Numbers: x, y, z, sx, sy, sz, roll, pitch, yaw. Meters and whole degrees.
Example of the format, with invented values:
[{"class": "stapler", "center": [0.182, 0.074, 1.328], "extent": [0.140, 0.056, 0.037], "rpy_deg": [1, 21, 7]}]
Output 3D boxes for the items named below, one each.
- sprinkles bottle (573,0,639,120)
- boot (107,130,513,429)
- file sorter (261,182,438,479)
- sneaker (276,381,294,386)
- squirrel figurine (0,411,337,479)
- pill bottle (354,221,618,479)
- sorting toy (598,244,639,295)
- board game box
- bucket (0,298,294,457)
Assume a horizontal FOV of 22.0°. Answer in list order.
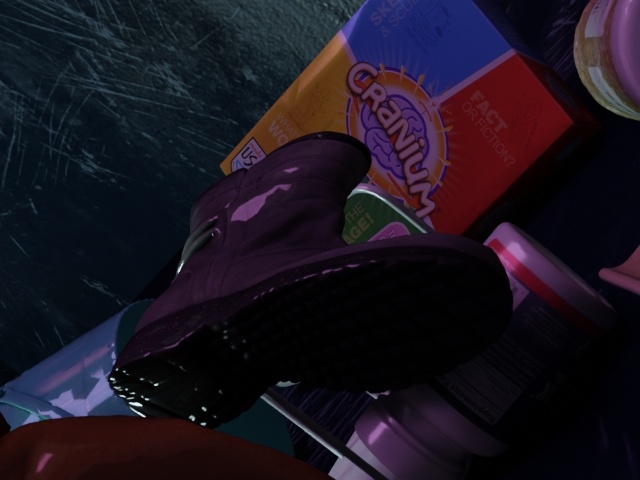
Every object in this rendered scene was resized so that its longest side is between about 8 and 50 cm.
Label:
[{"class": "sprinkles bottle", "center": [0.249, -0.139, 1.143], "extent": [0.121, 0.121, 0.355], "rpy_deg": [-50, 0, 7]}, {"class": "boot", "center": [0.000, 0.000, 1.173], "extent": [0.338, 0.118, 0.223], "rpy_deg": [-14, 38, 35]}, {"class": "file sorter", "center": [0.003, 0.123, 1.329], "extent": [0.278, 0.173, 0.193], "rpy_deg": [-57, 10, -26]}, {"class": "sneaker", "center": [0.023, 0.005, 1.741], "extent": [0.366, 0.150, 0.135], "rpy_deg": [-46, 10, 29]}, {"class": "squirrel figurine", "center": [-0.196, 0.246, 1.198], "extent": [0.281, 0.397, 0.370], "rpy_deg": [-64, -1, -13]}, {"class": "pill bottle", "center": [0.111, 0.087, 1.146], "extent": [0.180, 0.108, 0.108], "rpy_deg": [-50, 9, 8]}, {"class": "sorting toy", "center": [0.280, -0.033, 1.032], "extent": [0.208, 0.038, 0.193], "rpy_deg": [-47, 9, -1]}, {"class": "board game box", "center": [0.077, -0.089, 1.576], "extent": [0.316, 0.242, 0.064], "rpy_deg": [-47, -23, 25]}, {"class": "bucket", "center": [-0.169, 0.204, 1.564], "extent": [0.183, 0.281, 0.281], "rpy_deg": [-38, 14, 23]}]
